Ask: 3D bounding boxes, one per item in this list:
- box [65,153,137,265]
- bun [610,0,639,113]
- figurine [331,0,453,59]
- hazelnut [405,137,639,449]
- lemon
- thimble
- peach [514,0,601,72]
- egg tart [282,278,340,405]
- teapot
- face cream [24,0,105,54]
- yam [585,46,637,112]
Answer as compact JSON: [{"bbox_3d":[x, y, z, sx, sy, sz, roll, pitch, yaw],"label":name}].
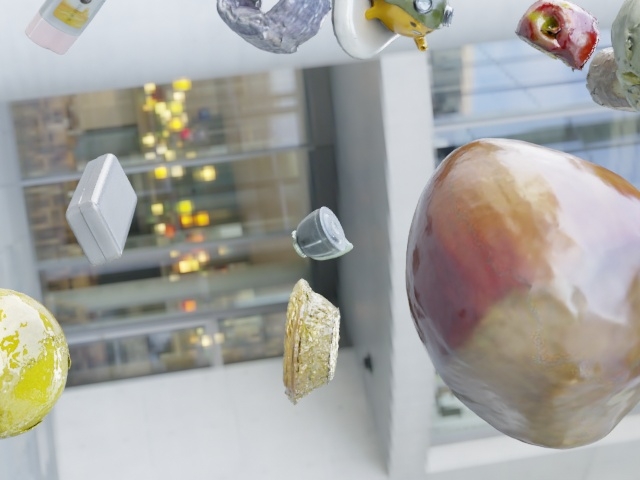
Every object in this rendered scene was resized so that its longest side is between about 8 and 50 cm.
[{"bbox_3d":[-0.335,-0.051,1.998,0.243,0.055,0.103,-94,160,-68],"label":"box"},{"bbox_3d":[0.465,-0.218,1.683,0.239,0.141,0.239,61,-2,3],"label":"bun"},{"bbox_3d":[0.124,-0.377,1.836,0.141,0.166,0.250,0,-109,45],"label":"figurine"},{"bbox_3d":[0.257,0.055,1.509,0.366,0.366,0.365,172,-90,-81],"label":"hazelnut"},{"bbox_3d":[-0.597,0.224,2.351,0.297,0.297,0.297,172,-90,-81],"label":"lemon"},{"bbox_3d":[-0.069,-0.343,1.835,0.098,0.150,0.150,24,52,-58],"label":"thimble"},{"bbox_3d":[0.379,-0.330,2.035,0.092,0.127,0.172,-61,170,13],"label":"peach"},{"bbox_3d":[-0.013,0.147,1.858,0.191,0.074,0.191,5,90,-84],"label":"egg tart"},{"bbox_3d":[-0.002,0.004,2.467,0.124,0.091,0.092,54,25,-27],"label":"teapot"},{"bbox_3d":[-0.400,-0.396,2.129,0.198,0.084,0.057,-48,-139,23],"label":"face cream"},{"bbox_3d":[0.617,-0.311,2.498,0.238,0.128,0.129,25,-83,64],"label":"yam"}]
